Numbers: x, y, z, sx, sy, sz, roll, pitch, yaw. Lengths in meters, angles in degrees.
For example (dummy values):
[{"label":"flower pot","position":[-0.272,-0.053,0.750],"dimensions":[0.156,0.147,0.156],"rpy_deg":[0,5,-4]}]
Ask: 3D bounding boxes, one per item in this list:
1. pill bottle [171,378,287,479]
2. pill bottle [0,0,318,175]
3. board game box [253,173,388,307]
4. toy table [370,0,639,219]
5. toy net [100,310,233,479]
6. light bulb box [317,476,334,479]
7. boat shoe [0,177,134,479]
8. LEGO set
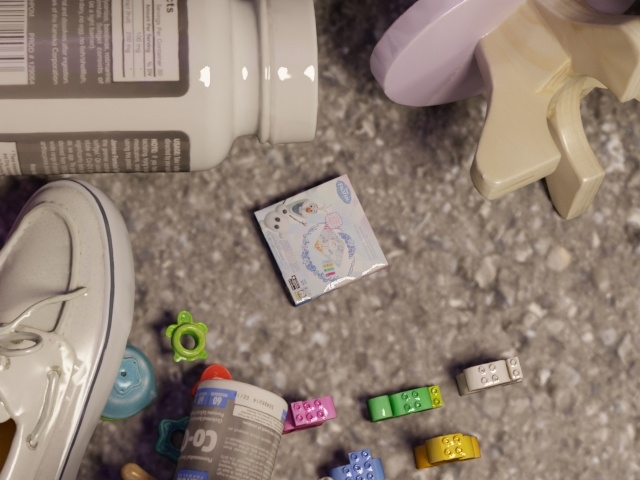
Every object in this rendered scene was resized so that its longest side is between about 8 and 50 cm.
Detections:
[{"label":"pill bottle","position":[-0.079,0.188,1.361],"dimensions":[0.078,0.078,0.137],"rpy_deg":[15,70,-2]},{"label":"pill bottle","position":[-0.165,-0.143,1.409],"dimensions":[0.318,0.176,0.176],"rpy_deg":[-1,78,-5]},{"label":"board game box","position":[0.000,0.000,1.473],"dimensions":[0.090,0.020,0.090],"rpy_deg":[-23,81,-9]},{"label":"toy table","position":[0.200,-0.142,1.424],"dimensions":[0.274,0.252,0.161],"rpy_deg":[-28,66,-10]},{"label":"toy net","position":[-0.116,0.183,1.417],"dimensions":[0.122,0.045,0.232],"rpy_deg":[-19,83,-23]},{"label":"light bulb box","position":[-0.073,0.396,1.190],"dimensions":[0.358,0.361,0.225],"rpy_deg":[-30,65,-10]},{"label":"boat shoe","position":[-0.265,0.112,1.344],"dimensions":[0.135,0.156,0.367],"rpy_deg":[11,80,29]},{"label":"LEGO set","position":[0.076,0.159,1.409],"dimensions":[0.227,0.093,0.087],"rpy_deg":[-12,80,-8]}]
